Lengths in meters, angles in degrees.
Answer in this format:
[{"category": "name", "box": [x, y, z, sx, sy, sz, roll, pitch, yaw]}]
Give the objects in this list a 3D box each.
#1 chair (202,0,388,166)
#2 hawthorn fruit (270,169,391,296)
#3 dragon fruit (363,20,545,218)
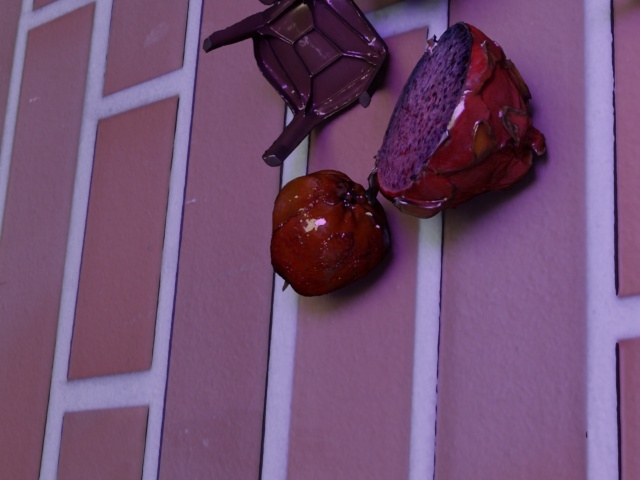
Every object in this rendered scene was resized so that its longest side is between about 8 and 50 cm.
[{"category": "chair", "box": [-0.006, -0.261, 1.554, 0.176, 0.183, 0.326, -31, 12, 30]}, {"category": "hawthorn fruit", "box": [0.000, 0.000, 1.441, 0.172, 0.148, 0.148, -55, 45, 33]}, {"category": "dragon fruit", "box": [0.171, -0.118, 1.343, 0.223, 0.148, 0.218, -70, 17, -2]}]
